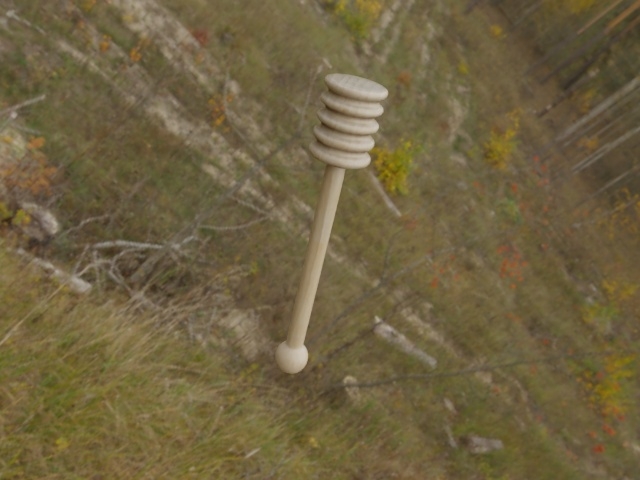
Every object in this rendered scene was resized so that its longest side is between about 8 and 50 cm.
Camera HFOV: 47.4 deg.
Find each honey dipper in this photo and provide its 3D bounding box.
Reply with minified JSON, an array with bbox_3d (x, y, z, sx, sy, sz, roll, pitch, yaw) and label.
[{"bbox_3d":[0.000,0.000,0.361,0.030,0.161,0.030,11,24,-5],"label":"honey dipper"}]
